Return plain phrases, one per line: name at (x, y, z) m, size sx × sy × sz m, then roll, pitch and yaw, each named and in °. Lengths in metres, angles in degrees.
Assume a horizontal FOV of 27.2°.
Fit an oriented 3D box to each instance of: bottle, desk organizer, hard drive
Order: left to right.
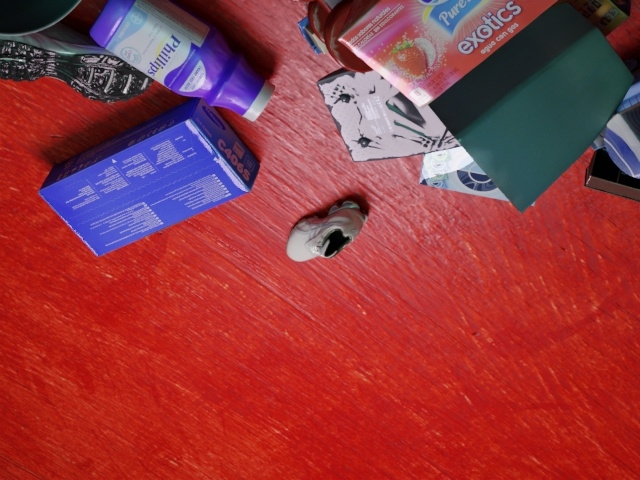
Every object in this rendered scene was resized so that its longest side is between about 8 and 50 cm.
bottle at (-0.203, -0.281, 1.993) m, size 0.283 × 0.092 × 0.118 m, roll 32°, pitch 131°, yaw -13°
hard drive at (0.140, -0.206, 1.928) m, size 0.255 × 0.054 × 0.172 m, roll -10°, pitch 129°, yaw 24°
desk organizer at (0.470, -0.095, 1.995) m, size 0.130 × 0.047 × 0.050 m, roll 16°, pitch 131°, yaw 2°

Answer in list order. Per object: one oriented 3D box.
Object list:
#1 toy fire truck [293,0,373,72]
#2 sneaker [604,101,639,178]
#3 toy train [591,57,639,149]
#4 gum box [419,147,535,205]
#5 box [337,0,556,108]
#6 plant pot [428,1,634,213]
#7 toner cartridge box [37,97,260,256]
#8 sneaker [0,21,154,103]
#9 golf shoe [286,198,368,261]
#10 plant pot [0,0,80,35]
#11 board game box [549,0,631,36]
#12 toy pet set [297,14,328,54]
toy fire truck at (0.065, -0.385, 1.772) m, size 0.254 × 0.169 × 0.302 m, roll -40°, pitch 112°, yaw 7°
sneaker at (0.521, -0.116, 1.842) m, size 0.315 × 0.127 × 0.182 m, roll -13°, pitch 154°, yaw -28°
toy train at (0.441, -0.206, 1.863) m, size 0.184 × 0.105 × 0.080 m, roll -26°, pitch 120°, yaw 34°
gum box at (0.252, -0.139, 2.022) m, size 0.184 × 0.041 × 0.157 m, roll 12°, pitch 133°, yaw 7°
box at (0.177, -0.316, 1.544) m, size 0.142 × 0.154 × 0.300 m, roll 37°, pitch 133°, yaw -18°
plant pot at (0.288, -0.197, 1.787) m, size 0.234 × 0.165 × 0.166 m, roll -41°, pitch 123°, yaw 9°
toner cartridge box at (-0.286, -0.102, 2.190) m, size 0.348 × 0.075 × 0.165 m, roll -21°, pitch 123°, yaw 31°
sneaker at (-0.385, -0.292, 2.039) m, size 0.271 × 0.108 × 0.100 m, roll 13°, pitch 136°, yaw -19°
golf shoe at (0.000, 0.000, 2.192) m, size 0.069 × 0.086 × 0.176 m, roll 38°, pitch 132°, yaw -20°
plant pot at (-0.471, -0.445, 1.832) m, size 0.195 × 0.290 × 0.290 m, roll 22°, pitch 144°, yaw 42°
board game box at (0.292, -0.301, 1.865) m, size 0.165 × 0.042 × 0.243 m, roll 36°, pitch 131°, yaw -16°
toy pet set at (0.033, -0.319, 1.930) m, size 0.114 × 0.065 × 0.122 m, roll -36°, pitch 123°, yaw -1°
